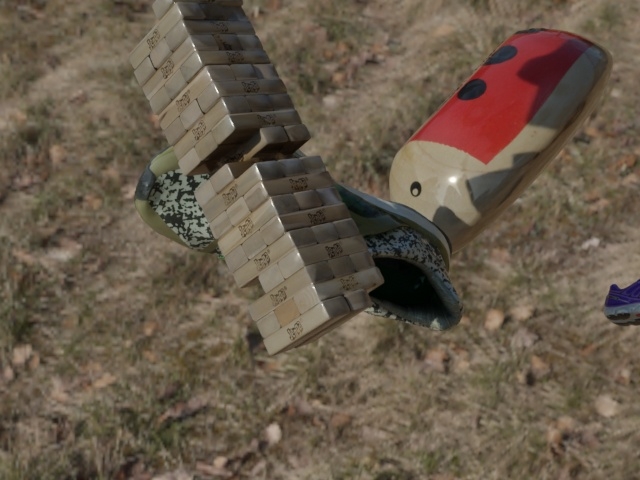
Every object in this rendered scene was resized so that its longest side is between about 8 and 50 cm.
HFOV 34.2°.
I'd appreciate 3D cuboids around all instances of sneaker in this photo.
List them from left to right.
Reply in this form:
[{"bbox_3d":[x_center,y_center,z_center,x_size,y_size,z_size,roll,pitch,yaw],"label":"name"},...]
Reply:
[{"bbox_3d":[0.000,0.000,1.139,0.410,0.158,0.182,17,15,-25],"label":"sneaker"},{"bbox_3d":[0.473,0.073,1.446,0.170,0.068,0.071,-9,62,39],"label":"sneaker"}]

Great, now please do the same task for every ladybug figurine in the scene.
[{"bbox_3d":[0.254,-0.163,1.520,0.162,0.305,0.449,44,65,-2],"label":"ladybug figurine"}]

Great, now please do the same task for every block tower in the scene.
[{"bbox_3d":[-0.063,-0.068,0.959,0.091,0.097,0.335,-12,73,-47],"label":"block tower"}]
